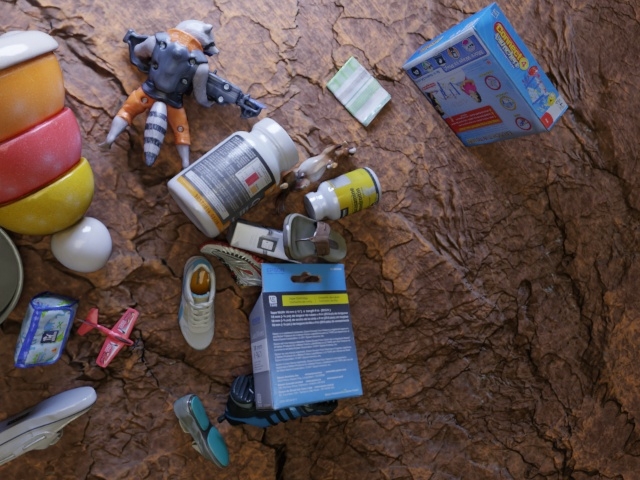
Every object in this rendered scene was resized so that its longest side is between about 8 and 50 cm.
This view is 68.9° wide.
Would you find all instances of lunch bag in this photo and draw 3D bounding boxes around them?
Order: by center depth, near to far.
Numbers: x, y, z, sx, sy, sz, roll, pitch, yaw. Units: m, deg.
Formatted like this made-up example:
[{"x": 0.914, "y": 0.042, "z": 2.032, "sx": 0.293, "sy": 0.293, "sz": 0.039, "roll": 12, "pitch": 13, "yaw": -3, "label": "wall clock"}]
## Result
[{"x": -0.583, "y": 0.186, "z": 0.984, "sx": 0.097, "sy": 0.151, "sz": 0.128, "roll": 17, "pitch": 89, "yaw": -9, "label": "lunch bag"}]

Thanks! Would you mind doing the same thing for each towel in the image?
[{"x": 0.102, "y": -0.390, "z": 1.225, "sx": 0.152, "sy": 0.023, "sz": 0.113, "roll": 42, "pitch": 81, "yaw": -17, "label": "towel"}]

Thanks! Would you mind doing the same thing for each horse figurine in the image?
[{"x": -0.020, "y": -0.167, "z": 1.149, "sx": 0.263, "sy": 0.174, "sz": 0.066, "roll": -37, "pitch": 101, "yaw": 1, "label": "horse figurine"}]

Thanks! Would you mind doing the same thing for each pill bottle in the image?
[{"x": -0.194, "y": -0.149, "z": 1.073, "sx": 0.278, "sy": 0.162, "sz": 0.162, "roll": -41, "pitch": 106, "yaw": -16, "label": "pill bottle"}, {"x": 0.055, "y": -0.113, "z": 1.193, "sx": 0.184, "sy": 0.103, "sz": 0.103, "roll": -22, "pitch": 102, "yaw": -15, "label": "pill bottle"}]

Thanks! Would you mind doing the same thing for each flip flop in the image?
[{"x": 0.000, "y": 0.000, "z": 1.126, "sx": 0.277, "sy": 0.080, "sz": 0.112, "roll": 18, "pitch": 69, "yaw": -55, "label": "flip flop"}]

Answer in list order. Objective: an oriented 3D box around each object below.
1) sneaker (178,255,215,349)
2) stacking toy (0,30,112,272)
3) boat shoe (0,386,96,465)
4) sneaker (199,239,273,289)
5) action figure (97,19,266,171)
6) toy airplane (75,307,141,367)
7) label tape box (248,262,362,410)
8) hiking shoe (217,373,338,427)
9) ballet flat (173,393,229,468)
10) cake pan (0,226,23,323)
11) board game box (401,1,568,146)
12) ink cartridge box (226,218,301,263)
[{"x": -0.293, "y": 0.154, "z": 1.112, "sx": 0.088, "sy": 0.092, "sz": 0.228, "roll": -3, "pitch": 97, "yaw": -20, "label": "sneaker"}, {"x": -0.582, "y": -0.128, "z": 0.924, "sx": 0.351, "sy": 0.351, "sz": 0.479, "roll": -28, "pitch": 121, "yaw": -14, "label": "stacking toy"}, {"x": -0.618, "y": 0.418, "z": 1.031, "sx": 0.268, "sy": 0.096, "sz": 0.088, "roll": -25, "pitch": 106, "yaw": -13, "label": "boat shoe"}, {"x": -0.193, "y": 0.069, "z": 1.139, "sx": 0.225, "sy": 0.088, "sz": 0.092, "roll": 29, "pitch": 87, "yaw": -18, "label": "sneaker"}, {"x": -0.290, "y": -0.315, "z": 1.028, "sx": 0.342, "sy": 0.178, "sz": 0.329, "roll": 17, "pitch": 100, "yaw": -16, "label": "action figure"}, {"x": -0.495, "y": 0.215, "z": 1.084, "sx": 0.151, "sy": 0.028, "sz": 0.151, "roll": -1, "pitch": 94, "yaw": -19, "label": "toy airplane"}, {"x": -0.044, "y": 0.230, "z": 1.155, "sx": 0.241, "sy": 0.106, "sz": 0.333, "roll": 3, "pitch": 70, "yaw": -30, "label": "label tape box"}, {"x": -0.103, "y": 0.419, "z": 1.210, "sx": 0.304, "sy": 0.113, "sz": 0.132, "roll": 14, "pitch": 121, "yaw": -25, "label": "hiking shoe"}, {"x": -0.300, "y": 0.479, "z": 1.164, "sx": 0.068, "sy": 0.072, "sz": 0.213, "roll": -21, "pitch": 102, "yaw": 13, "label": "ballet flat"}, {"x": -0.775, "y": 0.069, "z": 0.965, "sx": 0.294, "sy": 0.054, "sz": 0.292, "roll": -2, "pitch": 96, "yaw": -18, "label": "cake pan"}, {"x": 0.398, "y": -0.389, "z": 1.172, "sx": 0.302, "sy": 0.308, "sz": 0.086, "roll": 45, "pitch": 80, "yaw": -17, "label": "board game box"}, {"x": -0.131, "y": -0.002, "z": 1.141, "sx": 0.180, "sy": 0.104, "sz": 0.060, "roll": 16, "pitch": 96, "yaw": -19, "label": "ink cartridge box"}]
